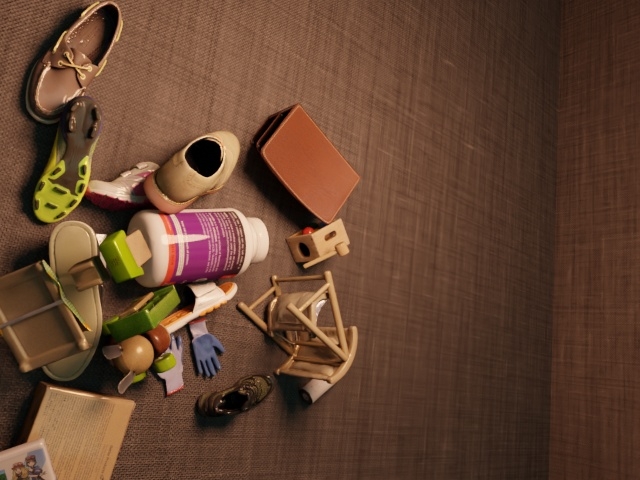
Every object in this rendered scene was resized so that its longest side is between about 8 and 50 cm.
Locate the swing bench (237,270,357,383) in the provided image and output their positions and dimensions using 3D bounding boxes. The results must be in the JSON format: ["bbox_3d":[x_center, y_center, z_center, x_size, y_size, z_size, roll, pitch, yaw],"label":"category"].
[{"bbox_3d":[-0.050,0.234,1.447,0.165,0.253,0.254,-39,110,-36],"label":"swing bench"}]

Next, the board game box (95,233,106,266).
[{"bbox_3d":[-0.535,0.029,1.214,0.090,0.020,0.090,4,82,-40],"label":"board game box"}]

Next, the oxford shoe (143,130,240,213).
[{"bbox_3d":[-0.268,-0.196,1.311,0.140,0.146,0.397,48,29,-15],"label":"oxford shoe"}]

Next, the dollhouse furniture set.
[{"bbox_3d":[-0.473,0.111,1.061,0.151,0.301,0.197,-83,152,-76],"label":"dollhouse furniture set"}]

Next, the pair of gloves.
[{"bbox_3d":[-0.335,0.289,1.353,0.198,0.023,0.159,-19,99,-39],"label":"pair of gloves"}]

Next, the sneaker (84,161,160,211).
[{"bbox_3d":[-0.437,-0.133,1.274,0.252,0.103,0.111,-2,82,-47],"label":"sneaker"}]

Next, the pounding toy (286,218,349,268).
[{"bbox_3d":[-0.003,0.003,1.546,0.181,0.206,0.094,-29,104,-38],"label":"pounding toy"}]

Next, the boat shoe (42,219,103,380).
[{"bbox_3d":[-0.531,0.122,1.144,0.127,0.113,0.340,0,98,-16],"label":"boat shoe"}]

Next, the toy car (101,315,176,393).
[{"bbox_3d":[-0.418,0.250,1.156,0.149,0.188,0.155,-21,100,5],"label":"toy car"}]

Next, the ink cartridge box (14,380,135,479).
[{"bbox_3d":[-0.530,0.434,1.124,0.193,0.088,0.234,26,69,-35],"label":"ink cartridge box"}]

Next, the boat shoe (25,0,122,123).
[{"bbox_3d":[-0.550,-0.409,1.204,0.116,0.097,0.324,37,63,-31],"label":"boat shoe"}]

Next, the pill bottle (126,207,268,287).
[{"bbox_3d":[-0.294,0.011,1.315,0.323,0.181,0.181,-4,87,-40],"label":"pill bottle"}]

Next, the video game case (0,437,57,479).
[{"bbox_3d":[-0.641,0.561,0.976,0.329,0.036,0.300,-15,98,-20],"label":"video game case"}]

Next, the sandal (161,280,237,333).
[{"bbox_3d":[-0.323,0.152,1.326,0.265,0.102,0.076,-31,108,-36],"label":"sandal"}]

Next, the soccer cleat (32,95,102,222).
[{"bbox_3d":[-0.551,-0.177,1.177,0.093,0.121,0.289,19,93,-29],"label":"soccer cleat"}]

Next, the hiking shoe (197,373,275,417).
[{"bbox_3d":[-0.197,0.411,1.392,0.227,0.114,0.086,-14,94,-40],"label":"hiking shoe"}]

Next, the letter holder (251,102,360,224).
[{"bbox_3d":[-0.064,-0.202,1.558,0.302,0.152,0.214,46,60,-26],"label":"letter holder"}]

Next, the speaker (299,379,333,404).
[{"bbox_3d":[0.002,0.428,1.598,0.136,0.055,0.055,-32,105,-38],"label":"speaker"}]
